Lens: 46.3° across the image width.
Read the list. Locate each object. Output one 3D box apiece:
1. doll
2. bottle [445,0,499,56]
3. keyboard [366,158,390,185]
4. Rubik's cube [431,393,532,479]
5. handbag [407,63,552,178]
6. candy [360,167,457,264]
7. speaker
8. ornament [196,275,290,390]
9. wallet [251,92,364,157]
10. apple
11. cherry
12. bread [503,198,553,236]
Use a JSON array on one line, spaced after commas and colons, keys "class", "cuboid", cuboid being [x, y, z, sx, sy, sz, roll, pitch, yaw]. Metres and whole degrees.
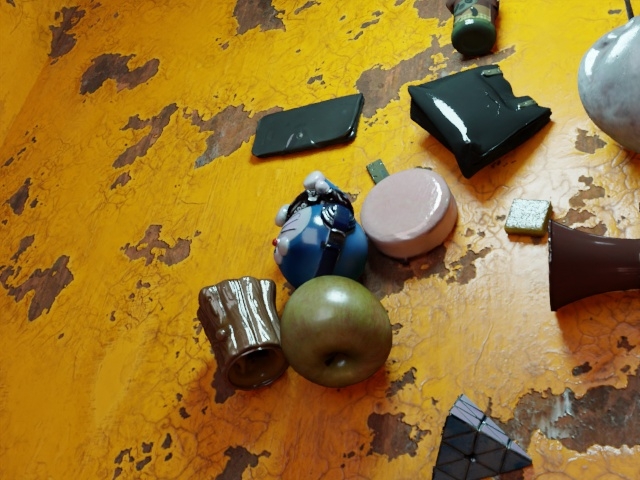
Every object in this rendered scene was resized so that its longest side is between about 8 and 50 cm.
[{"class": "doll", "cuboid": [0.000, 0.000, 1.886, 0.310, 0.240, 0.284, -85, 18, -54]}, {"class": "bottle", "cuboid": [0.451, -0.680, 2.226, 0.156, 0.143, 0.271, 5, 57, 4]}, {"class": "keyboard", "cuboid": [0.167, -0.178, 2.079, 0.049, 0.015, 0.129, -27, 45, 3]}, {"class": "Rubik's cube", "cuboid": [0.318, 0.392, 1.435, 0.178, 0.190, 0.211, 14, 67, 20]}, {"class": "handbag", "cuboid": [0.417, -0.339, 1.968, 0.288, 0.152, 0.342, -25, 51, -9]}, {"class": "candy", "cuboid": [0.221, -0.064, 1.892, 0.255, 0.094, 0.255, -17, 48, 19]}, {"class": "speaker", "cuboid": [0.634, 0.037, 1.557, 0.330, 0.198, 0.259, -3, 12, 12]}, {"class": "ornament", "cuboid": [-0.184, 0.228, 1.824, 0.235, 0.221, 0.217, -38, 48, 11]}, {"class": "wallet", "cuboid": [-0.046, -0.354, 2.330, 0.378, 0.051, 0.197, -7, 51, 29]}, {"class": "apple", "cuboid": [0.036, 0.196, 1.683, 0.257, 0.257, 0.234, -20, 32, 17]}, {"class": "cherry", "cuboid": [0.741, -0.341, 1.663, 0.326, 0.291, 0.334, 7, 72, 15]}, {"class": "bread", "cuboid": [0.489, -0.053, 1.759, 0.094, 0.035, 0.090, 6, 58, 34]}]
